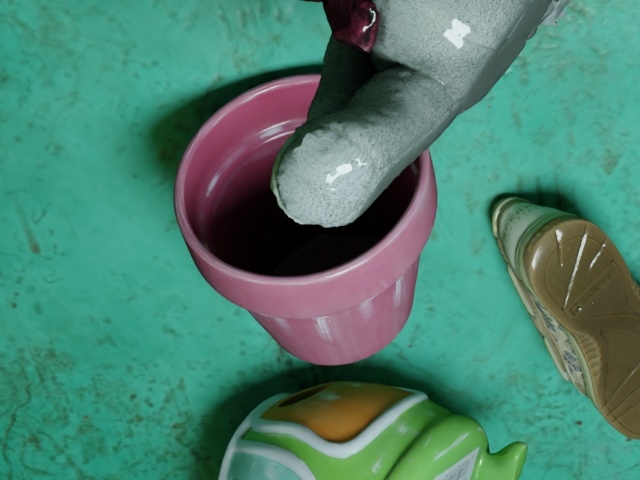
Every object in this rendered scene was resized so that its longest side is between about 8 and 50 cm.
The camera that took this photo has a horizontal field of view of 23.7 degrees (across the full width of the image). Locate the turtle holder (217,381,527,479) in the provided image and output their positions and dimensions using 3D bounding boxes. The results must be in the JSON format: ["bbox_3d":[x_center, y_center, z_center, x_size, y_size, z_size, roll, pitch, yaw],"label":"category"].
[{"bbox_3d":[0.031,0.269,1.387,0.227,0.243,0.320,25,144,25],"label":"turtle holder"}]

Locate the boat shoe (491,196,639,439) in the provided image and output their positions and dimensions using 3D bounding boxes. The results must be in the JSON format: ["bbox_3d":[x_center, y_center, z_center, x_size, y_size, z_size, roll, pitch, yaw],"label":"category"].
[{"bbox_3d":[0.242,0.066,1.342,0.104,0.089,0.285,-39,127,-7],"label":"boat shoe"}]

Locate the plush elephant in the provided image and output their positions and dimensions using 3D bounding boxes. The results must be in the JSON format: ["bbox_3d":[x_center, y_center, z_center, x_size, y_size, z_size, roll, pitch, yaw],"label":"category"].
[{"bbox_3d":[0.029,-0.213,1.013,0.255,0.330,0.272,37,118,10],"label":"plush elephant"}]

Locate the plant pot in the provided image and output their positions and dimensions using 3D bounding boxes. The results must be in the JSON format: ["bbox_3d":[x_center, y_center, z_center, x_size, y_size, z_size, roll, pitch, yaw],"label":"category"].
[{"bbox_3d":[0.000,0.000,1.211,0.201,0.201,0.180,-11,142,5],"label":"plant pot"}]
